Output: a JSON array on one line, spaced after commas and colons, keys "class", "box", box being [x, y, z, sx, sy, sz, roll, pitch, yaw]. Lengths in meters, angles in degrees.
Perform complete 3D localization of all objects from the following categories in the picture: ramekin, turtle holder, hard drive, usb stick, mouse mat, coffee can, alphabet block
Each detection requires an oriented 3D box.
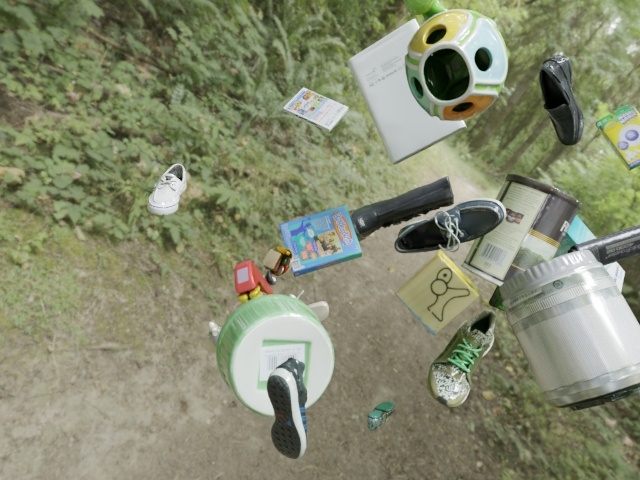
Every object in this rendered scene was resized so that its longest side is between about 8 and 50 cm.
[{"class": "ramekin", "box": [-0.111, 0.302, 1.273, 0.303, 0.304, 0.148, 30, -5, -17]}, {"class": "turtle holder", "box": [0.316, -0.441, 1.163, 0.243, 0.321, 0.227, 9, 28, 21]}, {"class": "hard drive", "box": [0.250, -0.436, 1.457, 0.047, 0.232, 0.353, -2, 68, -66]}, {"class": "usb stick", "box": [0.762, 0.012, 1.245, 0.045, 0.277, 0.077, -134, -152, -77]}, {"class": "mouse mat", "box": [0.671, 0.159, 1.668, 0.152, 0.190, 0.007, 21, 12, -17]}, {"class": "coffee can", "box": [0.526, -0.011, 1.301, 0.201, 0.276, 0.201, 25, 8, -4]}, {"class": "alphabet block", "box": [0.390, 0.169, 1.646, 0.192, 0.197, 0.193, 47, 13, 6]}]

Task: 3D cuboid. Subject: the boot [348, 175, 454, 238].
[{"class": "boot", "box": [0.336, -0.140, 2.087, 0.146, 0.444, 0.367, 65, 11, -4]}]

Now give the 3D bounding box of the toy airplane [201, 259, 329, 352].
[{"class": "toy airplane", "box": [-0.210, 0.312, 1.780, 0.384, 0.386, 0.272, 28, 9, 7]}]

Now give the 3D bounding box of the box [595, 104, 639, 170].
[{"class": "box", "box": [0.892, -0.304, 1.421, 0.043, 0.105, 0.179, 25, 37, -60]}]

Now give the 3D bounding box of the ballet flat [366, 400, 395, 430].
[{"class": "ballet flat", "box": [0.221, 0.651, 1.818, 0.070, 0.070, 0.188, 46, 24, 25]}]

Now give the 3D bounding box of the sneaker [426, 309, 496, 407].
[{"class": "sneaker", "box": [0.489, 0.376, 1.671, 0.158, 0.182, 0.410, 27, 48, 18]}]

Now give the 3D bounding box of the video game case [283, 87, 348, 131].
[{"class": "video game case", "box": [-0.010, -0.298, 1.114, 0.122, 0.011, 0.087, 28, 59, 14]}]

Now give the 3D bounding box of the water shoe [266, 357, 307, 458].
[{"class": "water shoe", "box": [-0.047, 0.312, 0.907, 0.072, 0.203, 0.080, 11, 28, 27]}]

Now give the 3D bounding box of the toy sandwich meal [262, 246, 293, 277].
[{"class": "toy sandwich meal", "box": [-0.100, 0.049, 1.161, 0.029, 0.085, 0.086, 34, 17, -39]}]

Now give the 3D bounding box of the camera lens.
[{"class": "camera lens", "box": [0.514, 0.185, 0.994, 0.219, 0.219, 0.275, 9, 55, -52]}]

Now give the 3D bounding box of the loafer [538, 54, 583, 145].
[{"class": "loafer", "box": [0.560, -0.319, 1.158, 0.076, 0.078, 0.223, 24, -35, 58]}]

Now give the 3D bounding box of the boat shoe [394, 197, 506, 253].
[{"class": "boat shoe", "box": [0.276, -0.025, 1.081, 0.079, 0.254, 0.095, -38, 109, -49]}]

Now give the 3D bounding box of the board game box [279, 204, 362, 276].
[{"class": "board game box", "box": [0.000, 0.000, 1.450, 0.047, 0.210, 0.160, 79, -6, -70]}]

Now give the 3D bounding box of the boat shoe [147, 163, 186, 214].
[{"class": "boat shoe", "box": [-0.483, -0.169, 1.573, 0.096, 0.088, 0.268, 11, 29, -1]}]

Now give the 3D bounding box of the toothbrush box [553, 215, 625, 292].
[{"class": "toothbrush box", "box": [0.719, 0.061, 1.483, 0.295, 0.216, 0.126, 48, 47, -4]}]
